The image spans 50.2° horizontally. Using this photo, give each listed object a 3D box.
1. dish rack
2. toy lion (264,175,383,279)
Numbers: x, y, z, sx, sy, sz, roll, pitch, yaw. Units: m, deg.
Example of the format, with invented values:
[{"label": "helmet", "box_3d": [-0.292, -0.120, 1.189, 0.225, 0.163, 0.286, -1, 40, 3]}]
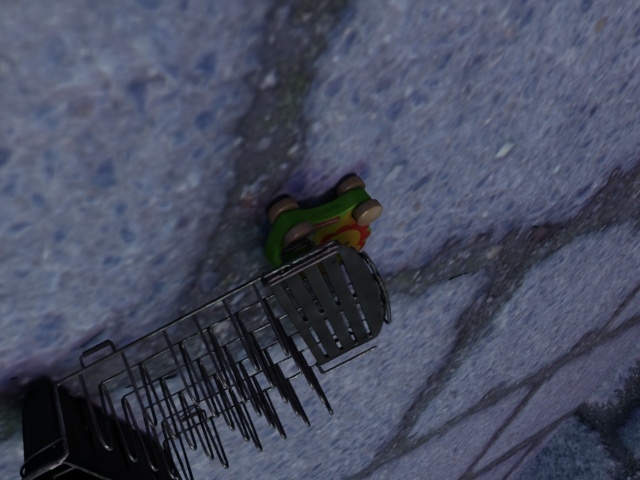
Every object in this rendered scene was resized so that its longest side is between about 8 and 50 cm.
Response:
[{"label": "dish rack", "box_3d": [-0.064, 0.111, 0.518, 0.271, 0.074, 0.208, -28, 150, -2]}, {"label": "toy lion", "box_3d": [0.000, 0.000, 0.525, 0.100, 0.034, 0.096, -20, 150, -32]}]
